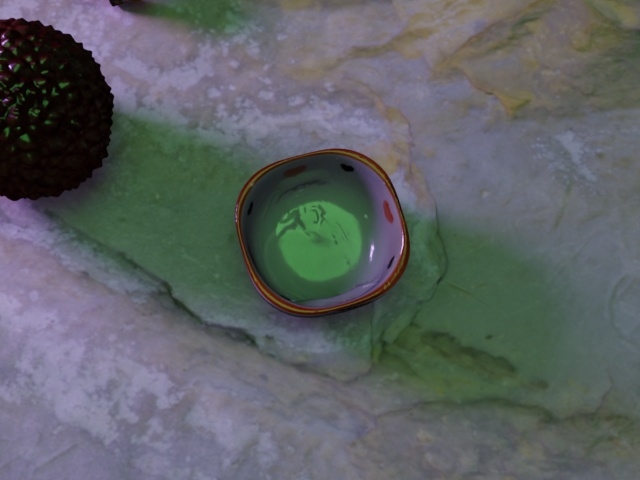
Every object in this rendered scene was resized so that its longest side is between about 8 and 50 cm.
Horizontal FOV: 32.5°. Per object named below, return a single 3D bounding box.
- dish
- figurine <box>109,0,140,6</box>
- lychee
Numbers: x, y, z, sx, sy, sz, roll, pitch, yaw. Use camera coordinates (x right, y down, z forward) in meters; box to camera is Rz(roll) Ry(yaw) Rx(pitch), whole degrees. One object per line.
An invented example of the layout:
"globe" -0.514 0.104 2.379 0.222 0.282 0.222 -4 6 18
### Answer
"dish" 0.000 0.000 1.588 0.256 0.117 0.256 1 75 -4
"figurine" -0.275 -0.493 1.689 0.192 0.167 0.256 16 75 -14
"lychee" -0.422 -0.182 1.553 0.264 0.300 0.264 3 97 30
